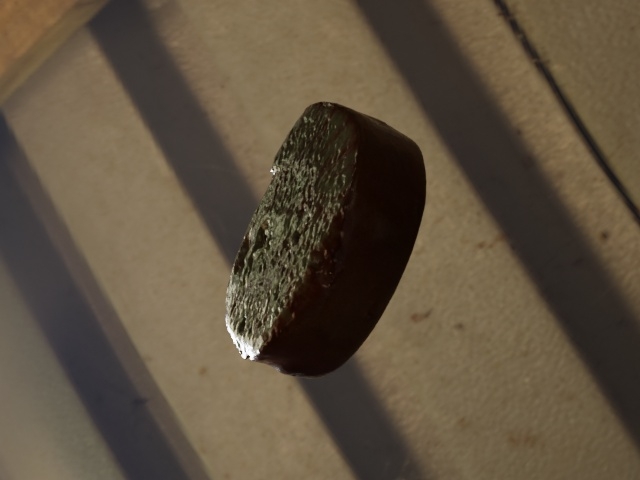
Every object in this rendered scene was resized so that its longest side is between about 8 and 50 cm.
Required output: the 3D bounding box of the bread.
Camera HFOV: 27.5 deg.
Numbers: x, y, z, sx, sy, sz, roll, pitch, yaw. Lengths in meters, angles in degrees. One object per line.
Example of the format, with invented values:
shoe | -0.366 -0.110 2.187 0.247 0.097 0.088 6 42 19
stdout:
bread | 0.000 0.003 1.576 0.114 0.295 0.328 23 -83 -24
